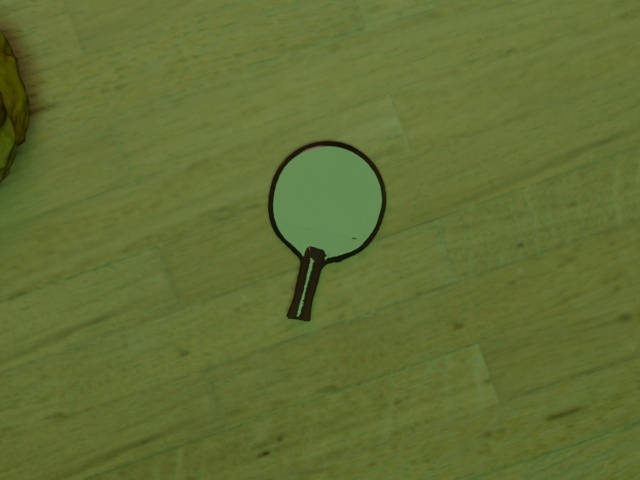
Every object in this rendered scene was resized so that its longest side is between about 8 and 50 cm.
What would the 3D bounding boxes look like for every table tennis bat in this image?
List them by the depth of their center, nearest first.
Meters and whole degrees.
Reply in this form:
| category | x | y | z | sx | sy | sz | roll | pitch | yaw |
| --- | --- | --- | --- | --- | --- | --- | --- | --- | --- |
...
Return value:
| category | x | y | z | sx | sy | sz | roll | pitch | yaw |
| --- | --- | --- | --- | --- | --- | --- | --- | --- | --- |
| table tennis bat | 0.000 | 0.000 | 1.594 | 0.108 | 0.119 | 0.170 | 13 | 99 | -2 |

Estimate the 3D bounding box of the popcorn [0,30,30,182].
| category | x | y | z | sx | sy | sz | roll | pitch | yaw |
| --- | --- | --- | --- | --- | --- | --- | --- | --- | --- |
| popcorn | -0.346 | -0.112 | 1.555 | 0.198 | 0.155 | 0.197 | 2 | 112 | 5 |
